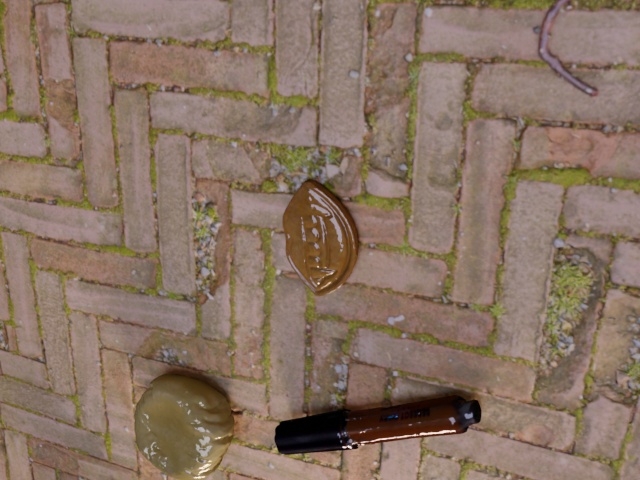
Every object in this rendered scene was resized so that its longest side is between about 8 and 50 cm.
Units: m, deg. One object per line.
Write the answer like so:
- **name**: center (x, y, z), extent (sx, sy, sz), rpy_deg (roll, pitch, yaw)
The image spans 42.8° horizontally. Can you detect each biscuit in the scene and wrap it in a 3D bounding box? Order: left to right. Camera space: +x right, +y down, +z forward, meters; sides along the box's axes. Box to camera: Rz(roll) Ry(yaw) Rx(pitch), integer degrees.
- **biscuit**: center (0.000, 0.000, 1.443), extent (0.142, 0.029, 0.220), rpy_deg (8, 115, 22)

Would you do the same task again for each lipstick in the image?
- **lipstick**: center (0.099, 0.346, 1.525), extent (0.418, 0.077, 0.077), rpy_deg (-16, 105, 29)

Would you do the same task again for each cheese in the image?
- **cheese**: center (-0.289, 0.386, 1.713), extent (0.226, 0.117, 0.214), rpy_deg (31, 116, 16)
